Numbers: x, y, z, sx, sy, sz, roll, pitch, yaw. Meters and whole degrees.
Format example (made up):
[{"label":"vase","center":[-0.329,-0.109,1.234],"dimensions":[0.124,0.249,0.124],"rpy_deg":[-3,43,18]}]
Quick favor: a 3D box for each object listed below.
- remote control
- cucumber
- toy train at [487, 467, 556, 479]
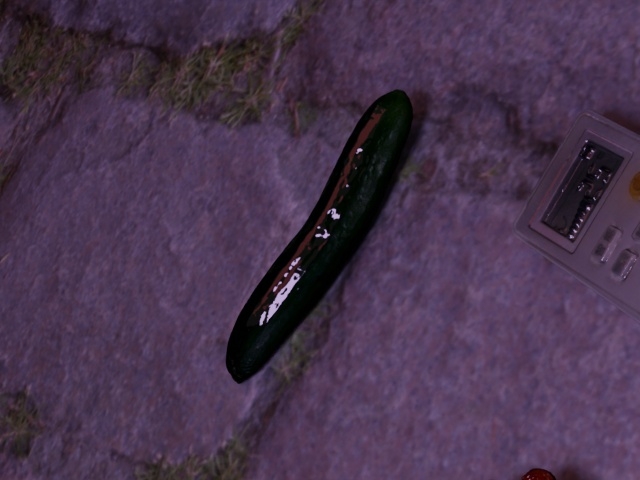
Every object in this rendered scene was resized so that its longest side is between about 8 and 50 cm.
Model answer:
[{"label":"remote control","center":[0.247,0.011,1.058],"dimensions":[0.109,0.055,0.313],"rpy_deg":[-60,33,7]},{"label":"cucumber","center":[0.000,0.000,1.325],"dimensions":[0.284,0.056,0.056],"rpy_deg":[-59,38,5]},{"label":"toy train","center":[0.125,0.205,1.050],"dimensions":[0.138,0.050,0.087],"rpy_deg":[-22,54,34]}]
